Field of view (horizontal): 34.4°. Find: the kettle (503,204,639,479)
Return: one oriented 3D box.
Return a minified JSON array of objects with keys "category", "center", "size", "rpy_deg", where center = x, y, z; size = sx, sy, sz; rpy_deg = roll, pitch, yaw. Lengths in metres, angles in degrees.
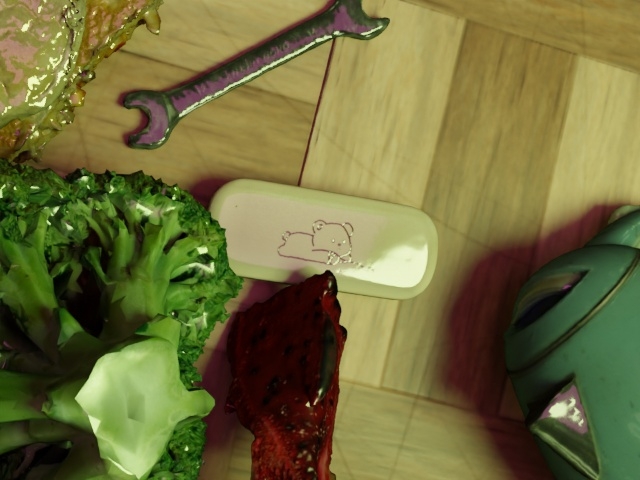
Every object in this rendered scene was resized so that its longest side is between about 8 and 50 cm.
[{"category":"kettle","center":[0.313,0.128,0.849],"size":[0.342,0.247,0.319],"rpy_deg":[46,49,1]}]

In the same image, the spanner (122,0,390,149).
[{"category":"spanner","center":[-0.053,-0.149,0.869],"size":[0.254,0.015,0.054],"rpy_deg":[-29,94,-11]}]

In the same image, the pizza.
[{"category":"pizza","center":[-0.228,-0.141,0.812],"size":[0.188,0.062,0.199],"rpy_deg":[17,90,3]}]

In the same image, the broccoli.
[{"category":"broccoli","center":[-0.179,0.083,0.716],"size":[0.308,0.275,0.308],"rpy_deg":[2,87,-39]}]

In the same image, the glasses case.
[{"category":"glasses case","center":[0.000,0.000,0.857],"size":[0.196,0.050,0.083],"rpy_deg":[7,89,-12]}]

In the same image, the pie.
[{"category":"pie","center":[-0.264,-0.166,0.757],"size":[0.185,0.052,0.218],"rpy_deg":[31,88,4]}]

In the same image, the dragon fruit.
[{"category":"dragon fruit","center":[-0.001,0.124,0.794],"size":[0.092,0.192,0.122],"rpy_deg":[34,124,-31]}]
